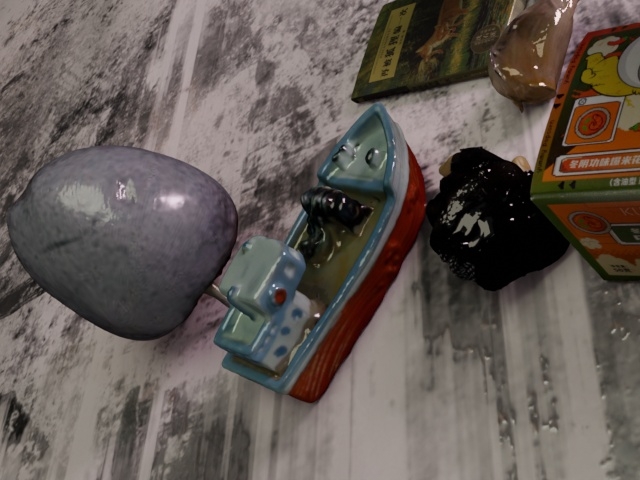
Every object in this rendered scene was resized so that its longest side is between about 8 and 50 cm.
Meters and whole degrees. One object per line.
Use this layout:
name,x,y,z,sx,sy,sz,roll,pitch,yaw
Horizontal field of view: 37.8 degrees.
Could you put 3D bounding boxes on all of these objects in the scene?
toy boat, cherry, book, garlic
toy boat,0.000,0.000,1.002,0.145,0.133,0.331,13,68,52
cherry,-0.226,0.005,1.136,0.255,0.296,0.218,-46,21,61
book,0.147,-0.255,1.164,0.228,0.024,0.160,-4,58,44
garlic,0.230,-0.206,1.007,0.084,0.066,0.152,15,72,22

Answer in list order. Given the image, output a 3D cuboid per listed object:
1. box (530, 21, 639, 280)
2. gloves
box,0.300,-0.076,0.738,0.195,0.148,0.177,0,58,46
gloves,0.150,-0.039,0.900,0.129,0.106,0.180,-47,40,8
